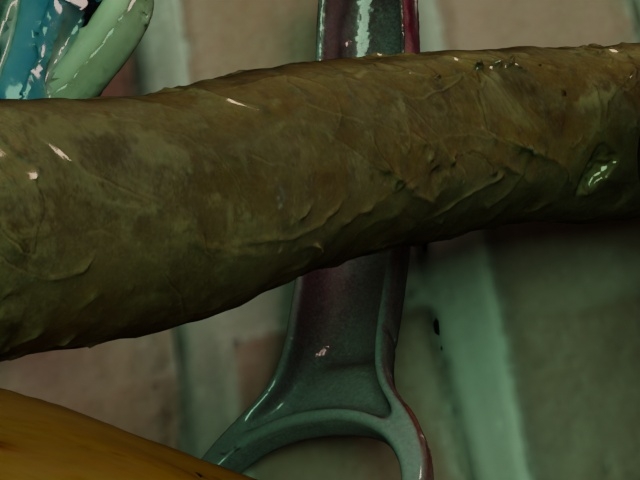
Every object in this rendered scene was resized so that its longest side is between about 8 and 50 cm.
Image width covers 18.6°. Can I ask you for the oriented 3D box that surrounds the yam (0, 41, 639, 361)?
[{"bbox_3d":[0.009,-0.021,0.642,0.356,0.081,0.081,-10,59,-44],"label":"yam"}]

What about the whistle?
[{"bbox_3d":[-0.117,-0.059,0.764,0.114,0.077,0.236,-7,55,35],"label":"whistle"}]

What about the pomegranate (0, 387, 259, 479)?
[{"bbox_3d":[-0.106,0.230,0.474,0.416,0.417,0.417,-1,67,3],"label":"pomegranate"}]

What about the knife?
[{"bbox_3d":[0.001,0.000,0.744,0.123,0.053,0.278,-6,61,29],"label":"knife"}]

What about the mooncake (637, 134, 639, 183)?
[{"bbox_3d":[0.288,-0.034,0.614,0.350,0.212,0.381,-27,46,10],"label":"mooncake"}]
